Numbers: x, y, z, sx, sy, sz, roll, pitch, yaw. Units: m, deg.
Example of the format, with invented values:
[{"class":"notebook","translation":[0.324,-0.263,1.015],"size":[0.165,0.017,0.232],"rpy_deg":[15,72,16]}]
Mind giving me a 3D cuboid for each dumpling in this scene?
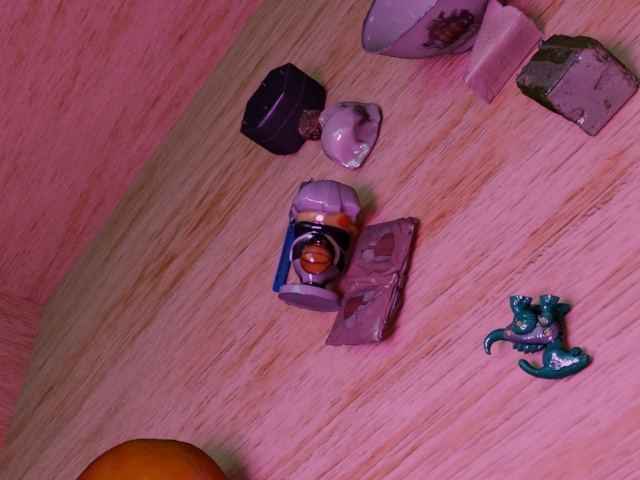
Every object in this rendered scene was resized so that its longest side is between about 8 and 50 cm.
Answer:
[{"class":"dumpling","translation":[0.064,-0.243,1.346],"size":[0.150,0.092,0.176],"rpy_deg":[-36,29,14]}]

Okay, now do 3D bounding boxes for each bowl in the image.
[{"class":"bowl","translation":[0.239,-0.455,1.165],"size":[0.337,0.157,0.337],"rpy_deg":[-46,27,31]}]

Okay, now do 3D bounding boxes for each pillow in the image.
[{"class":"pillow","translation":[0.093,0.069,1.051],"size":[0.135,0.049,0.248],"rpy_deg":[-18,45,50]}]

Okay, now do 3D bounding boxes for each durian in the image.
[{"class":"durian","translation":[-0.022,-0.280,1.521],"size":[0.080,0.080,0.091],"rpy_deg":[-32,34,42]}]

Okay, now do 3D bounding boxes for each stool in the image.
[{"class":"stool","translation":[-0.103,-0.345,1.640],"size":[0.232,0.141,0.232],"rpy_deg":[-39,35,35]}]

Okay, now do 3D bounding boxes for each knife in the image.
[{"class":"knife","translation":[-0.064,-0.017,1.402],"size":[0.044,0.026,0.296],"rpy_deg":[-13,52,39]}]

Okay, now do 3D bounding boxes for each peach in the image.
[{"class":"peach","translation":[-0.272,0.488,1.022],"size":[0.332,0.308,0.308],"rpy_deg":[30,90,48]}]

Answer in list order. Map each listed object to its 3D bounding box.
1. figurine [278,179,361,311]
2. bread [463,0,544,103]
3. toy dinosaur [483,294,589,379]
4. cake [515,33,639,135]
[{"class":"figurine","translation":[0.000,0.000,1.144],"size":[0.176,0.133,0.236],"rpy_deg":[106,175,-69]},{"class":"bread","translation":[0.290,-0.324,1.057],"size":[0.152,0.077,0.105],"rpy_deg":[-50,34,12]},{"class":"toy dinosaur","translation":[0.255,0.118,0.743],"size":[0.132,0.059,0.096],"rpy_deg":[-12,59,44]},{"class":"cake","translation":[0.364,-0.234,0.909],"size":[0.100,0.099,0.235],"rpy_deg":[-52,9,18]}]
